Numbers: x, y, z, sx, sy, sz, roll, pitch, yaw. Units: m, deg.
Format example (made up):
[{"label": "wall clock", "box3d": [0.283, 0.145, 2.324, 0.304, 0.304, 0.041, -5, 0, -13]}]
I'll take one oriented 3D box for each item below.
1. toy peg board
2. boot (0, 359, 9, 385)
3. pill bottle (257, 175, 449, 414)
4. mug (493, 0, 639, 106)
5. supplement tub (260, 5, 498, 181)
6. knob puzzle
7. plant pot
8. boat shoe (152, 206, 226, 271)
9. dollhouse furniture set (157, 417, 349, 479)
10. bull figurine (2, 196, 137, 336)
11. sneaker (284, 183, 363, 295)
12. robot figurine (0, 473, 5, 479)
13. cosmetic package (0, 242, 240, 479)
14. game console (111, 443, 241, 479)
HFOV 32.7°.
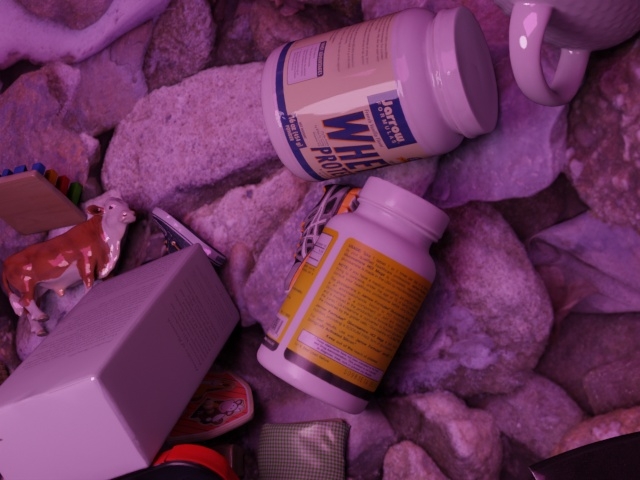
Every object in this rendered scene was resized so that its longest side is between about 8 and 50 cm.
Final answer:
[{"label": "toy peg board", "box3d": [-0.550, -0.096, 2.087, 0.161, 0.160, 0.079, -10, 53, 25]}, {"label": "boot", "box3d": [-0.684, 0.343, 2.039, 0.207, 0.090, 0.248, -10, 72, 23]}, {"label": "pill bottle", "box3d": [0.058, 0.080, 1.669, 0.188, 0.188, 0.334, 28, 88, 33]}, {"label": "mug", "box3d": [0.356, -0.378, 1.581, 0.276, 0.328, 0.374, 10, 78, 31]}, {"label": "supplement tub", "box3d": [0.095, -0.233, 1.728, 0.325, 0.235, 0.235, -11, 68, 25]}, {"label": "knob puzzle", "box3d": [-0.195, 0.260, 1.764, 0.213, 0.030, 0.213, -7, 28, 4]}, {"label": "plant pot", "box3d": [0.395, 0.349, 1.408, 0.167, 0.187, 0.188, -32, 60, 1]}, {"label": "boat shoe", "box3d": [-0.254, 0.014, 1.933, 0.183, 0.065, 0.083, 37, 91, 32]}, {"label": "dollhouse furniture set", "box3d": [-0.120, 0.374, 1.686, 0.302, 0.151, 0.197, -10, 69, 25]}, {"label": "bull figurine", "box3d": [-0.450, 0.046, 2.008, 0.310, 0.101, 0.188, -22, 66, 20]}, {"label": "sneaker", "box3d": [0.000, 0.000, 1.797, 0.083, 0.084, 0.215, 25, 77, 35]}, {"label": "robot figurine", "box3d": [-0.410, 0.399, 1.822, 0.209, 0.173, 0.278, 2, 74, 32]}, {"label": "cosmetic package", "box3d": [-0.311, 0.191, 1.687, 0.230, 0.453, 0.161, -21, 106, 21]}, {"label": "game console", "box3d": [-0.206, 0.480, 1.598, 0.342, 0.386, 0.060, -24, 24, 19]}]
